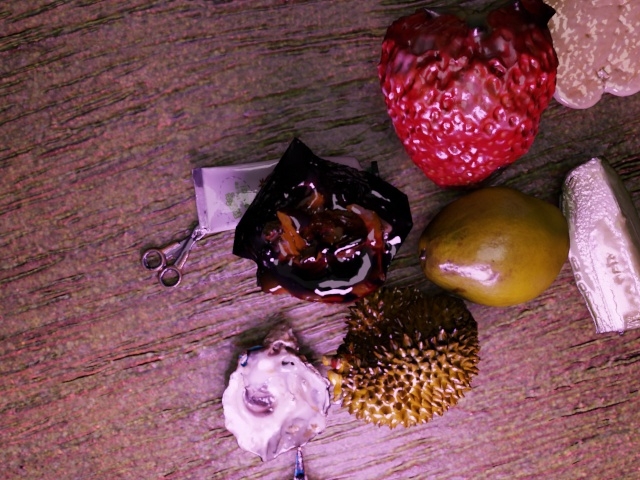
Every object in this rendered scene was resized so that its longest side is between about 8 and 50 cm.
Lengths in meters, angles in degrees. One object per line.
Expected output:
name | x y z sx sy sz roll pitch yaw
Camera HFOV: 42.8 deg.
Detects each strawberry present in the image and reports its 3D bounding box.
strawberry | 0.236 -0.236 1.338 0.292 0.292 0.309 2 93 -1

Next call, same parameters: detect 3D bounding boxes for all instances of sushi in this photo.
sushi | 0.001 0.001 1.359 0.227 0.212 0.215 26 121 -17

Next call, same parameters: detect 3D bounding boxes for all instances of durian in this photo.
durian | 0.145 0.203 1.400 0.258 0.293 0.258 7 106 24

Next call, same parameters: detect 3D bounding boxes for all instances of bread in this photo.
bread | 0.466 -0.387 1.433 0.316 0.054 0.316 0 97 -1

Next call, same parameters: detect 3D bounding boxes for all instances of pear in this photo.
pear | 0.299 0.011 1.412 0.269 0.212 0.212 -11 98 -8

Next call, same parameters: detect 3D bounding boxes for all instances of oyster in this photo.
oyster | -0.086 0.289 1.511 0.223 0.083 0.214 -36 94 10

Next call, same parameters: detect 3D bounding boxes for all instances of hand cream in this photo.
hand cream | -0.061 -0.093 1.465 0.336 0.076 0.121 -8 100 4

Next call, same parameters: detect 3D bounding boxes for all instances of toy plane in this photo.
toy plane | -0.036 0.471 1.521 0.135 0.062 0.188 -2 120 -4

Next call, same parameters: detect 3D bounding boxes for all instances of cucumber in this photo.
cucumber | 0.519 0.005 1.469 0.145 0.105 0.325 -19 99 29

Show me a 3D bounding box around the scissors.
scissors | -0.232 -0.007 1.500 0.220 0.017 0.088 -43 94 4
